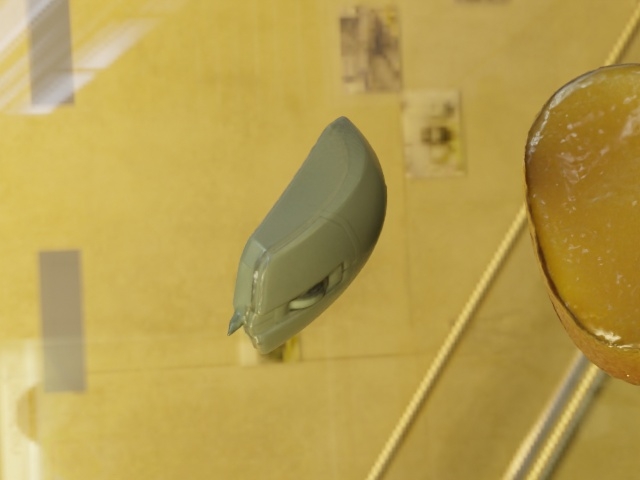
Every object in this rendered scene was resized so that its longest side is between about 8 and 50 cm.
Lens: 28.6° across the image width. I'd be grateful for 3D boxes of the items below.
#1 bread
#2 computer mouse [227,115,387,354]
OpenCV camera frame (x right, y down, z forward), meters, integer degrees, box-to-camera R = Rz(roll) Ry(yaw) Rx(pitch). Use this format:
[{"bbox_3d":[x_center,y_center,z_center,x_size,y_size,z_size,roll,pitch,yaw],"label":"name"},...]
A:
[{"bbox_3d":[0.268,-0.015,1.041,0.142,0.195,0.270,36,-142,-62],"label":"bread"},{"bbox_3d":[0.000,0.000,0.755,0.089,0.056,0.182,87,-153,-42],"label":"computer mouse"}]
